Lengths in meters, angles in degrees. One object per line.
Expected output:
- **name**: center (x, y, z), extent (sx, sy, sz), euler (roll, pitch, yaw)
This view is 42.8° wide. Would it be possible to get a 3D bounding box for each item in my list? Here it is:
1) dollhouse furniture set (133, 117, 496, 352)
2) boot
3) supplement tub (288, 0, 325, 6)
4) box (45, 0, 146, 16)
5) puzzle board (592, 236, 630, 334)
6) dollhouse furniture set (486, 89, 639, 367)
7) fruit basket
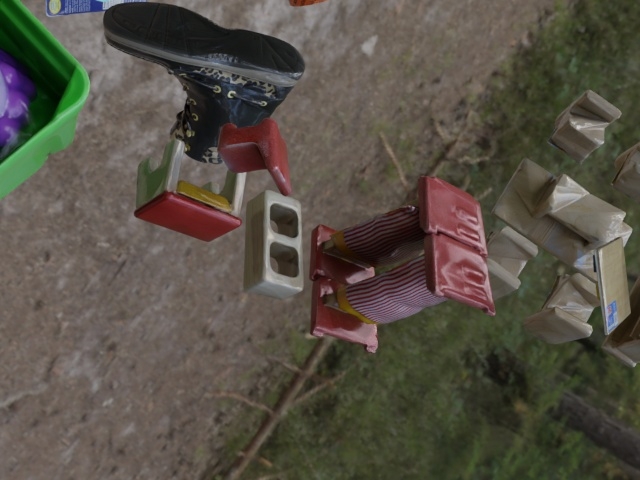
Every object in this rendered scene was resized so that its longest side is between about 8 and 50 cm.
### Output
- **dollhouse furniture set**: center (0.000, 0.000, 0.921), extent (0.374, 0.201, 0.152), euler (20, 57, -38)
- **boot**: center (-0.248, -0.295, 1.593), extent (0.284, 0.377, 0.138), euler (120, -28, -48)
- **supplement tub**: center (-0.038, -0.716, 1.832), extent (0.207, 0.207, 0.338), euler (-39, 123, -38)
- **box**: center (-0.440, -0.515, 1.590), extent (0.225, 0.036, 0.136), euler (-21, 132, -42)
- **puzzle board**: center (0.342, 0.050, 0.958), extent (0.128, 0.011, 0.096), euler (-13, 97, -57)
- **dollhouse furniture set**: center (0.471, 0.026, 1.399), extent (0.362, 0.394, 0.256), euler (-56, 180, -17)
- **fruit basket**: center (-0.441, -0.197, 0.785), extent (0.283, 0.392, 0.392), euler (-42, 149, -13)
